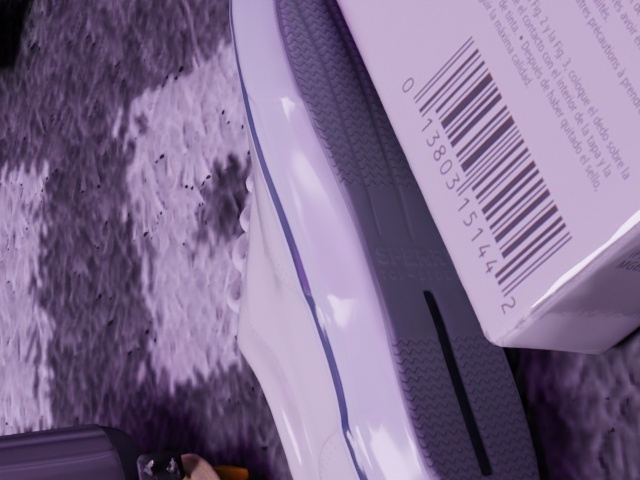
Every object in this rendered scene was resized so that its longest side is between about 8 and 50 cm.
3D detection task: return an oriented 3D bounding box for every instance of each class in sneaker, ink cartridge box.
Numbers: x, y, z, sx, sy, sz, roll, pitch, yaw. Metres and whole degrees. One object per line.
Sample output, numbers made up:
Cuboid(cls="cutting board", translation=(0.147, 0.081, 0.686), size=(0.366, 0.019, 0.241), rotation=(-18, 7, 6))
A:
Cuboid(cls="sneaker", translation=(0.000, 0.000, 0.557), size=(0.091, 0.094, 0.258), rotation=(-30, 63, 39))
Cuboid(cls="ink cartridge box", translation=(0.100, -0.155, 0.482), size=(0.261, 0.066, 0.296), rotation=(-46, 52, 36))

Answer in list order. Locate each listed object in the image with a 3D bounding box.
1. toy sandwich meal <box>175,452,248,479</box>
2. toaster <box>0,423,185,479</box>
Cuboid(cls="toy sandwich meal", translation=(-0.047, 0.131, 0.648), size=(0.085, 0.029, 0.086), rotation=(2, 92, 58))
Cuboid(cls="toaster", translation=(-0.162, 0.167, 0.667), size=(0.227, 0.146, 0.129), rotation=(-51, 49, 46))
